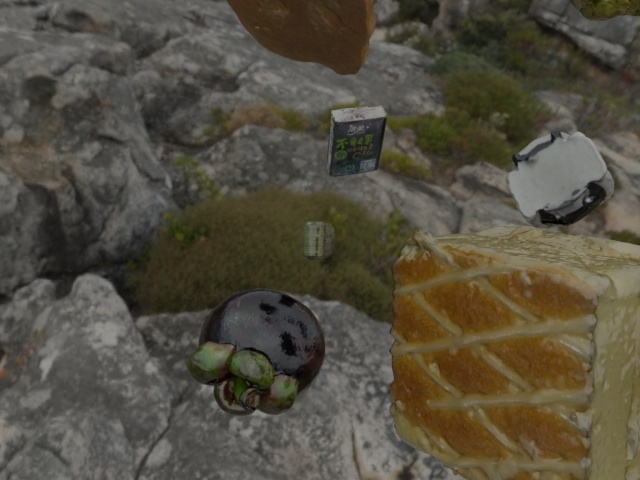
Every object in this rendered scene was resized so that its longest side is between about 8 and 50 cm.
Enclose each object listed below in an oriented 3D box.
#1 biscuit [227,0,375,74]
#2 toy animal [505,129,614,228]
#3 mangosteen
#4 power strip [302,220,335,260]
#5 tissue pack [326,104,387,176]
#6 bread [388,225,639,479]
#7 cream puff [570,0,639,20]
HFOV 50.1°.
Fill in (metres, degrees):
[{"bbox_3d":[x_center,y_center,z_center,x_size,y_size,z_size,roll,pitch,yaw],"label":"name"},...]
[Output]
[{"bbox_3d":[-0.055,-0.508,1.376,0.365,0.385,0.062,23,68,19],"label":"biscuit"},{"bbox_3d":[0.540,-0.138,1.549,0.156,0.208,0.204,0,60,-62],"label":"toy animal"},{"bbox_3d":[-0.134,0.252,1.538,0.311,0.311,0.311,18,31,-11],"label":"mangosteen"},{"bbox_3d":[0.000,0.000,1.720,0.066,0.092,0.387,2,1,3],"label":"power strip"},{"bbox_3d":[0.110,-0.310,2.160,0.174,0.235,0.073,-10,50,-12],"label":"tissue pack"},{"bbox_3d":[0.319,0.173,1.048,0.279,0.371,0.390,-5,10,-38],"label":"bread"},{"bbox_3d":[0.659,-0.556,1.326,0.270,0.323,0.274,35,48,13],"label":"cream puff"}]
